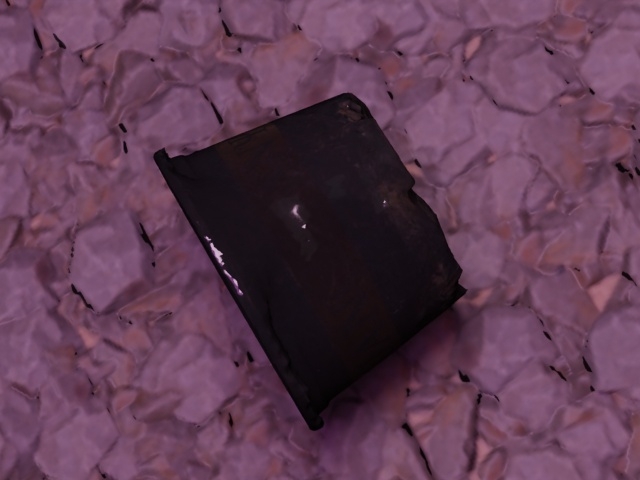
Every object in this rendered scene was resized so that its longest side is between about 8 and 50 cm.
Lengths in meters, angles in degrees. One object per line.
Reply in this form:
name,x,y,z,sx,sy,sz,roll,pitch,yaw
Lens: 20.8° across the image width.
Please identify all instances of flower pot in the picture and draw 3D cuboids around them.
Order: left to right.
flower pot,0.000,0.000,0.861,0.107,0.157,0.157,-31,73,-5
